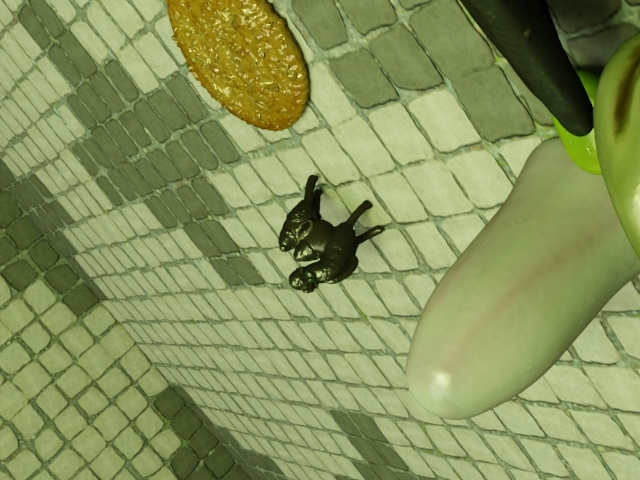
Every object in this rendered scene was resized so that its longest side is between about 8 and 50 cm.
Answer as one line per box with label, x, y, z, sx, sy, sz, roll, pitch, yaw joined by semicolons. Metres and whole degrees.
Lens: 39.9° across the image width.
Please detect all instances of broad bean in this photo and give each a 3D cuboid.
broad bean;0.307;-0.044;0.678;0.263;0.189;0.121;62;156;-3

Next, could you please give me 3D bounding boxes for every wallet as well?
wallet;0.109;-0.208;0.646;0.044;0.170;0.321;-29;143;25

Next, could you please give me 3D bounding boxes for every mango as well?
mango;0.251;-0.111;0.810;0.108;0.056;0.073;50;145;1

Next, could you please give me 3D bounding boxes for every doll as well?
doll;0.000;0.000;1.218;0.139;0.165;0.057;27;153;24

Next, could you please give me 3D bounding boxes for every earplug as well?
earplug;0.193;0.055;0.852;0.172;0.301;0.172;34;152;21

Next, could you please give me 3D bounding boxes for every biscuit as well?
biscuit;-0.115;-0.249;1.173;0.254;0.035;0.254;34;151;22
